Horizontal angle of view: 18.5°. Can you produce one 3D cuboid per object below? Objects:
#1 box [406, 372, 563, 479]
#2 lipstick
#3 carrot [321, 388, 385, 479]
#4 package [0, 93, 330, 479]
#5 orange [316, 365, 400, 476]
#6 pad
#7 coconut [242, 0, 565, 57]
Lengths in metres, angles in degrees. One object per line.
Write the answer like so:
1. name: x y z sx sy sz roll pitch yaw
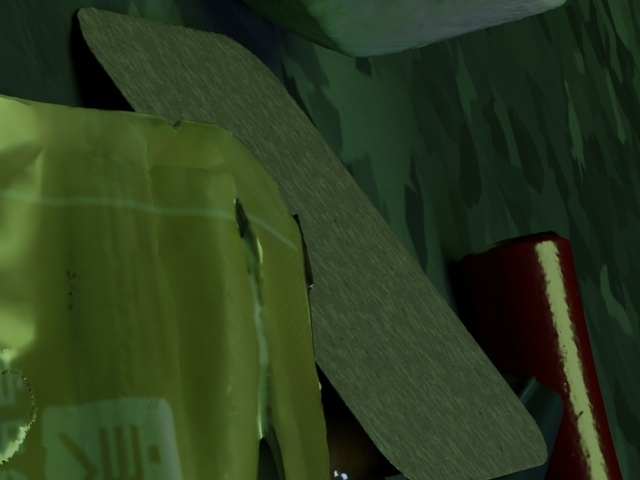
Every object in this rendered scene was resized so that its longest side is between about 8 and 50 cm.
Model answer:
1. box: 0.058 0.161 0.925 0.230 0.050 0.160 -38 144 -70
2. lipstick: 0.153 0.117 1.298 0.080 0.080 0.241 11 65 -69
3. carrot: -0.064 0.035 0.774 0.298 0.078 0.078 53 28 -40
4. package: -0.068 0.111 0.548 0.221 0.165 0.311 43 35 -57
5. orange: 0.025 0.076 0.969 0.083 0.083 0.083 -16 90 -71
6. pad: 0.000 0.000 0.885 0.266 0.002 0.176 54 21 17
7. coconut: 0.054 -0.206 1.033 0.204 0.236 0.236 68 19 -7
